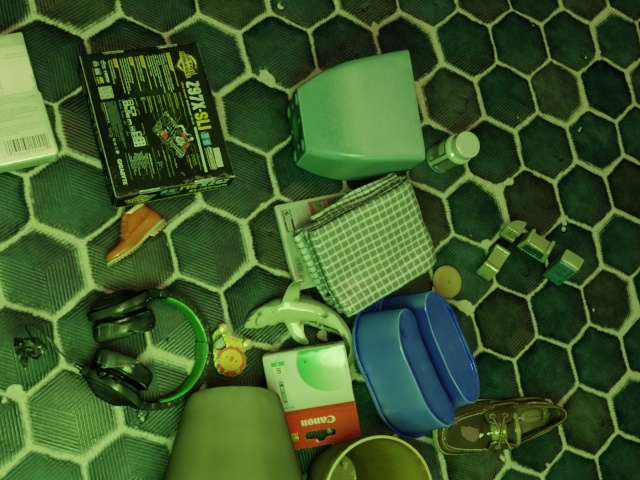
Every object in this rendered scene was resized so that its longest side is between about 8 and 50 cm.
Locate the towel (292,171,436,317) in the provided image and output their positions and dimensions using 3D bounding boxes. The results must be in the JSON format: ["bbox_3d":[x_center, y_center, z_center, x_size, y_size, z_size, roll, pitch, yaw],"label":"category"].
[{"bbox_3d":[0.106,0.012,1.620,0.283,0.121,0.235,-30,116,-15],"label":"towel"}]

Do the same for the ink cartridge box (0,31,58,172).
[{"bbox_3d":[-0.700,-0.254,1.435,0.296,0.066,0.261,-16,88,-23],"label":"ink cartridge box"}]

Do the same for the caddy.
[{"bbox_3d":[0.204,0.276,1.651,0.241,0.179,0.341,-25,92,-44],"label":"caddy"}]

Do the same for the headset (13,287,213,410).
[{"bbox_3d":[-0.386,0.209,1.424,0.394,0.185,0.243,7,79,-32],"label":"headset"}]

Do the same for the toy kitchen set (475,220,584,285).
[{"bbox_3d":[0.520,0.074,1.853,0.207,0.122,0.166,34,71,8],"label":"toy kitchen set"}]

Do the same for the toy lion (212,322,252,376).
[{"bbox_3d":[-0.200,0.241,1.577,0.100,0.034,0.096,35,79,-13],"label":"toy lion"}]

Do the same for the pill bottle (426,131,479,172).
[{"bbox_3d":[0.325,-0.218,1.788,0.078,0.137,0.078,3,81,-21],"label":"pill bottle"}]

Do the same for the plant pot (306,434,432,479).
[{"bbox_3d":[0.072,0.514,1.518,0.237,0.254,0.237,3,81,-20],"label":"plant pot"}]

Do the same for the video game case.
[{"bbox_3d":[0.000,0.000,1.693,0.183,0.023,0.201,-13,86,-22],"label":"video game case"}]

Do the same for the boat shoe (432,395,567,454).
[{"bbox_3d":[0.433,0.439,1.740,0.342,0.123,0.123,-3,83,-22],"label":"boat shoe"}]

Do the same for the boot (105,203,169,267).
[{"bbox_3d":[-0.402,-0.012,1.523,0.084,0.059,0.158,46,61,-6],"label":"boot"}]

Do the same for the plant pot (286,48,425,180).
[{"bbox_3d":[0.063,-0.264,1.646,0.252,0.247,0.248,-7,85,-13],"label":"plant pot"}]

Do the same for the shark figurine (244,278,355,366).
[{"bbox_3d":[-0.010,0.166,1.628,0.278,0.116,0.166,24,108,-8],"label":"shark figurine"}]

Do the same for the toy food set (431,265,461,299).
[{"bbox_3d":[0.312,0.103,1.798,0.082,0.020,0.083,6,79,-20],"label":"toy food set"}]

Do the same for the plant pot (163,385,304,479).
[{"bbox_3d":[-0.170,0.446,1.434,0.323,0.323,0.280,7,62,-20],"label":"plant pot"}]

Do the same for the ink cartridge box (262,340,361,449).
[{"bbox_3d":[-0.017,0.339,1.572,0.181,0.056,0.225,-10,91,4],"label":"ink cartridge box"}]

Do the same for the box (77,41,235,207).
[{"bbox_3d":[-0.349,-0.249,1.549,0.257,0.079,0.322,-13,81,-24],"label":"box"}]
